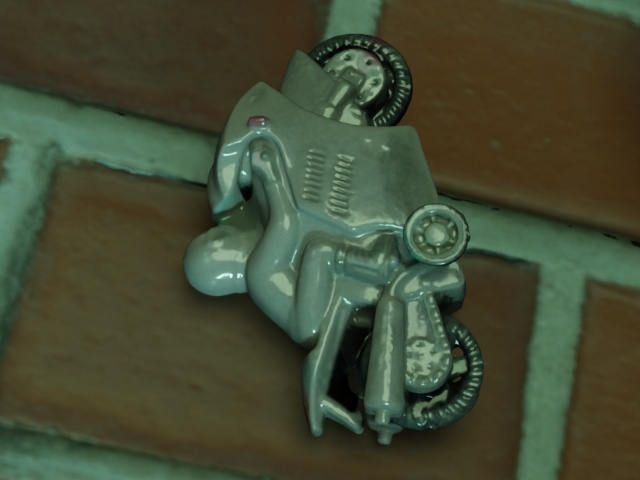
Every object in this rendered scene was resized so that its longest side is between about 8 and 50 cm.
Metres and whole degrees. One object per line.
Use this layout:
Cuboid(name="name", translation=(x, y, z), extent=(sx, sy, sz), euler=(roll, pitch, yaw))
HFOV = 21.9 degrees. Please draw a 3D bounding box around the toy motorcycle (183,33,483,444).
Cuboid(name="toy motorcycle", translation=(0.000, 0.000, 1.006), extent=(0.170, 0.110, 0.260), euler=(-13, 71, 1))
